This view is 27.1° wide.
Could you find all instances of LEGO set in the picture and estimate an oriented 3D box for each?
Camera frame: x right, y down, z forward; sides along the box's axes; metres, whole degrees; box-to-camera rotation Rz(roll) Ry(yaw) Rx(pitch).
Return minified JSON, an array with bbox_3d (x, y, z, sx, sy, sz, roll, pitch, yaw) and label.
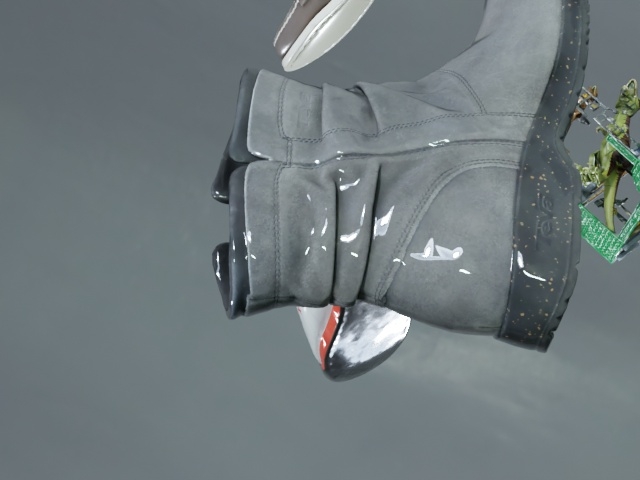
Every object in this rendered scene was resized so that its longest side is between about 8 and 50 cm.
[{"bbox_3d":[0.381,-0.149,1.710,0.331,0.192,0.255,41,149,26],"label":"LEGO set"}]

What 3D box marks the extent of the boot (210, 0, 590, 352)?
[{"bbox_3d":[0.052,-0.089,0.858,0.223,0.338,0.118,9,138,0],"label":"boot"}]

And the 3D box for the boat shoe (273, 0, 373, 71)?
[{"bbox_3d":[0.027,-0.357,1.741,0.096,0.116,0.324,49,129,10],"label":"boat shoe"}]

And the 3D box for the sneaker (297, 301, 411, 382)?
[{"bbox_3d":[0.001,-0.001,1.093,0.145,0.090,0.270,56,167,32],"label":"sneaker"}]
